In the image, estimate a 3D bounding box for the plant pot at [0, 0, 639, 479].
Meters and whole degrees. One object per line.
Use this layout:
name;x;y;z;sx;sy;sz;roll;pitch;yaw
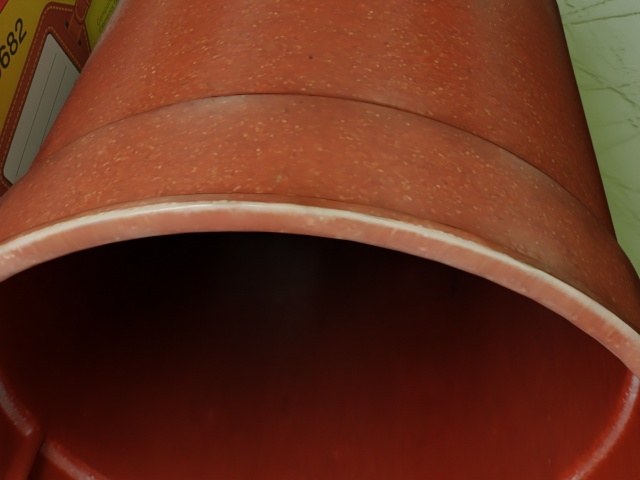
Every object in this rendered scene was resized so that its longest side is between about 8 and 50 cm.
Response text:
plant pot;0.000;0.000;0.502;0.272;0.272;0.265;2;44;5

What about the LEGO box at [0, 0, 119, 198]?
LEGO box;-0.256;-0.231;0.648;0.372;0.193;0.500;9;54;13
